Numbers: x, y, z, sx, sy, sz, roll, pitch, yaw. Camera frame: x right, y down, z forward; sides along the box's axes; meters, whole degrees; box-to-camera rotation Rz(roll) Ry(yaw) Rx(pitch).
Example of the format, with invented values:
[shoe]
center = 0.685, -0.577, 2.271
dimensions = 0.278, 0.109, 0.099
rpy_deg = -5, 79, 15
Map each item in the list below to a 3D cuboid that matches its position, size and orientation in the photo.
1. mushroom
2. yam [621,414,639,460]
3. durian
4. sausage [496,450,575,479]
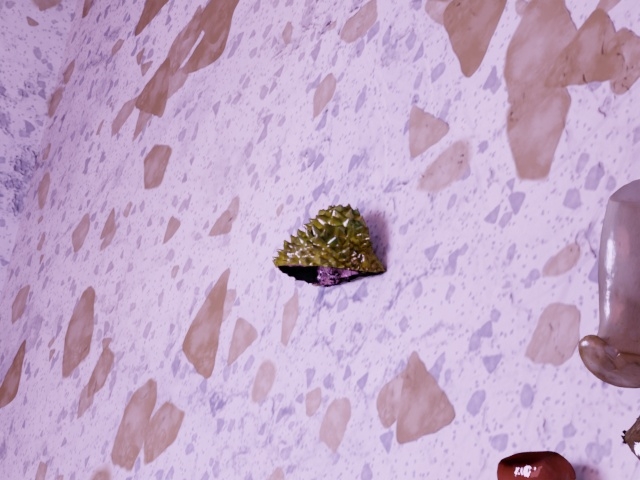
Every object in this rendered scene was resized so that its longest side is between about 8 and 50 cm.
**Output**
[mushroom]
center = 0.317, 0.040, 1.397
dimensions = 0.088, 0.097, 0.212
rpy_deg = 7, 77, 51
[yam]
center = 0.375, 0.109, 1.204
dimensions = 0.238, 0.129, 0.128
rpy_deg = -62, 29, 12
[durian]
center = 0.002, -0.003, 1.972
dimensions = 0.187, 0.119, 0.108
rpy_deg = -13, 63, 59
[sausage]
center = 0.224, 0.248, 1.455
dimensions = 0.094, 0.059, 0.054
rpy_deg = -13, 95, 57
